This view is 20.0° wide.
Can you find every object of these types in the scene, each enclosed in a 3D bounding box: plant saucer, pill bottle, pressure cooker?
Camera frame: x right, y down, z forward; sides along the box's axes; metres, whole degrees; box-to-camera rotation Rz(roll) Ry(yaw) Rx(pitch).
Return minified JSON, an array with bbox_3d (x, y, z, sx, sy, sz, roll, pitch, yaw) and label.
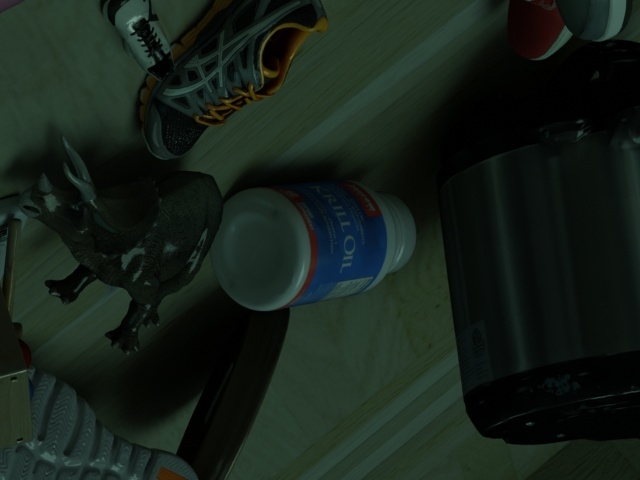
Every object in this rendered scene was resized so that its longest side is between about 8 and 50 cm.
[{"bbox_3d":[-0.107,0.190,1.961,0.278,0.041,0.278,-63,-173,14],"label":"plant saucer"},{"bbox_3d":[0.000,0.000,1.853,0.221,0.124,0.124,-10,141,-53],"label":"pill bottle"},{"bbox_3d":[0.315,-0.005,1.991,0.370,0.420,0.375,-18,161,33],"label":"pressure cooker"}]

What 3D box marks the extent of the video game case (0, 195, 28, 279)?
[{"bbox_3d":[-0.352,0.051,1.515,0.201,0.023,0.183,-19,148,-45],"label":"video game case"}]

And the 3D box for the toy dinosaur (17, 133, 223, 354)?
[{"bbox_3d":[-0.142,-0.003,1.602,0.313,0.121,0.160,-12,142,-57],"label":"toy dinosaur"}]

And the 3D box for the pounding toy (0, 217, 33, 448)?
[{"bbox_3d":[-0.279,0.081,1.507,0.100,0.141,0.130,-13,145,-15],"label":"pounding toy"}]

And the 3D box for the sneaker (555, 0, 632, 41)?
[{"bbox_3d":[0.158,-0.268,1.547,0.178,0.124,0.295,-31,124,-14],"label":"sneaker"}]

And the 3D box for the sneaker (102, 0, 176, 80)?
[{"bbox_3d":[-0.139,-0.166,1.437,0.040,0.044,0.109,-38,155,-4],"label":"sneaker"}]

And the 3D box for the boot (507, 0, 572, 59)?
[{"bbox_3d":[0.183,-0.259,1.734,0.176,0.088,0.244,-26,145,-32],"label":"boot"}]

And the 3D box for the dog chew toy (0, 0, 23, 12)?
[{"bbox_3d":[-0.239,-0.195,1.047,0.332,0.206,0.206,-51,157,1],"label":"dog chew toy"}]

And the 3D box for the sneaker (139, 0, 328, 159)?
[{"bbox_3d":[-0.076,-0.143,1.528,0.215,0.083,0.084,-52,157,26],"label":"sneaker"}]

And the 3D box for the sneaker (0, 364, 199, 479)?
[{"bbox_3d":[-0.283,0.219,1.793,0.321,0.180,0.124,40,60,-37],"label":"sneaker"}]
